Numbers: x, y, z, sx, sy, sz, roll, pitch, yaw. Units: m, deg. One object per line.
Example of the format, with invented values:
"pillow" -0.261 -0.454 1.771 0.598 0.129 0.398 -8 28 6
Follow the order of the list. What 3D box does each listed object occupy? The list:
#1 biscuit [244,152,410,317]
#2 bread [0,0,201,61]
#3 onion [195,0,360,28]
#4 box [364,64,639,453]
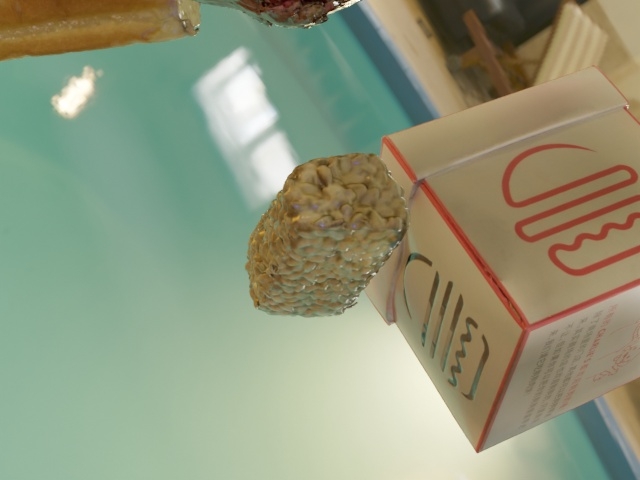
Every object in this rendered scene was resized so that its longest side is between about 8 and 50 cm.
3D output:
"biscuit" 0.000 0.000 0.643 0.082 0.168 0.070 -3 69 -16
"bread" -0.250 -0.313 0.977 0.111 0.246 0.239 -68 152 -59
"onion" -0.036 -0.289 0.761 0.276 0.276 0.276 41 31 -31
"box" 0.261 0.025 1.188 0.300 0.312 0.314 59 -21 32
